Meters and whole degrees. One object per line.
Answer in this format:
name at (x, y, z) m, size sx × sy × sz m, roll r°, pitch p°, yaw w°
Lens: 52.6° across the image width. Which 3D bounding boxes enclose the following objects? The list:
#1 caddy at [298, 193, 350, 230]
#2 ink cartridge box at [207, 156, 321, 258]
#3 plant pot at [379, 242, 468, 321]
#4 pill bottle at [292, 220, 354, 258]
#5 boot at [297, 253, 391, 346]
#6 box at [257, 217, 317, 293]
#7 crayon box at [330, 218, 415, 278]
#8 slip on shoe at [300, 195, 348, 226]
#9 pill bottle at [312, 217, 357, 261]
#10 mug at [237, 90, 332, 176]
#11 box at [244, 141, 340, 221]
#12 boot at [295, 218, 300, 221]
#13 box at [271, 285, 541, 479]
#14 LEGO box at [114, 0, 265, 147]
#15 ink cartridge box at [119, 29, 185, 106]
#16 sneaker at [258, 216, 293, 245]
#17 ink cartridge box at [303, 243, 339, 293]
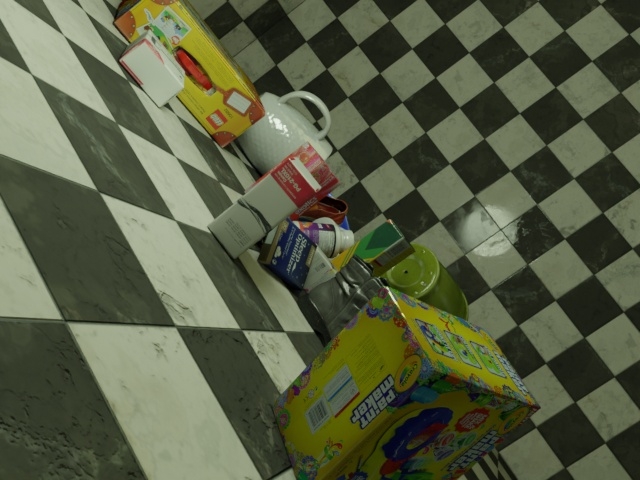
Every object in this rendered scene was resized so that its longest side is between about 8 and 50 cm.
caddy at (0.005, -0.092, 2.509) m, size 0.341 × 0.179 × 0.241 m, roll 57°, pitch 9°, yaw 5°
ink cartridge box at (-0.123, -0.077, 1.464) m, size 0.100 × 0.237 × 0.172 m, roll 51°, pitch 8°, yaw -4°
plant pot at (0.346, 0.194, 2.392) m, size 0.366 × 0.367 × 0.353 m, roll 59°, pitch -2°, yaw 36°
pill bottle at (0.000, 0.000, 1.999) m, size 0.194 × 0.108 × 0.108 m, roll 5°, pitch 29°, yaw -19°
boot at (0.113, 0.217, 1.642) m, size 0.338 × 0.223 × 0.118 m, roll 55°, pitch 7°, yaw 10°
box at (-0.073, 0.040, 1.692) m, size 0.037 × 0.136 × 0.225 m, roll 7°, pitch -22°, yaw 31°
crayon box at (0.130, 0.076, 2.021) m, size 0.081 × 0.319 × 0.202 m, roll 56°, pitch 7°, yaw 21°
slip on shoe at (-0.050, -0.135, 2.279) m, size 0.331 × 0.101 × 0.123 m, roll 16°, pitch 46°, yaw -25°
pill bottle at (0.063, 0.053, 2.319) m, size 0.283 × 0.161 × 0.161 m, roll 47°, pitch 10°, yaw -42°
mug at (-0.127, -0.409, 2.444) m, size 0.328 × 0.374 × 0.276 m, roll 48°, pitch 32°, yaw -16°
box at (-0.086, -0.161, 1.987) m, size 0.128 × 0.257 × 0.122 m, roll 45°, pitch 9°, yaw -49°
boot at (-0.055, 0.032, 2.083) m, size 0.190 × 0.076 × 0.208 m, roll 43°, pitch 20°, yaw -47°
box at (0.133, 0.264, 1.036) m, size 0.279 × 0.290 × 0.177 m, roll 24°, pitch 25°, yaw -38°
LEGO box at (-0.424, -0.604, 2.139) m, size 0.500 × 0.193 × 0.372 m, roll 50°, pitch 8°, yaw -30°
ink cartridge box at (-0.453, -0.473, 1.766) m, size 0.158 × 0.092 × 0.218 m, roll 50°, pitch 6°, yaw -27°
sneaker at (-0.136, -0.044, 1.768) m, size 0.135 × 0.098 × 0.276 m, roll 58°, pitch 6°, yaw 25°
ink cartridge box at (0.002, 0.114, 1.872) m, size 0.181 × 0.104 × 0.061 m, roll 52°, pitch 8°, yaw -19°
